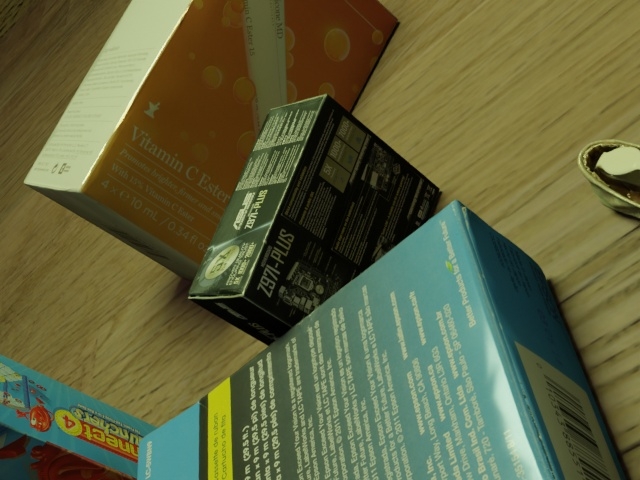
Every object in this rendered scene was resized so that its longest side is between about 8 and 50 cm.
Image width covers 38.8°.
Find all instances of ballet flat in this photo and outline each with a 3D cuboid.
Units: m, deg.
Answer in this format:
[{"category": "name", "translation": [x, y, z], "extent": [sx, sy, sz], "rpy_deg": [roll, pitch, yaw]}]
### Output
[{"category": "ballet flat", "translation": [0.225, -0.029, 0.563], "extent": [0.057, 0.052, 0.168], "rpy_deg": [-58, 33, -5]}]

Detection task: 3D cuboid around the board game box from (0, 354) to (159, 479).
[{"category": "board game box", "translation": [-0.310, 0.247, 0.768], "extent": [0.308, 0.302, 0.086], "rpy_deg": [-47, 34, 13]}]

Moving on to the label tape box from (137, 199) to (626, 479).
[{"category": "label tape box", "translation": [0.019, 0.167, 0.602], "extent": [0.334, 0.106, 0.240], "rpy_deg": [-39, 35, 25]}]

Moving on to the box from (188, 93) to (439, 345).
[{"category": "box", "translation": [0.000, 0.000, 0.738], "extent": [0.078, 0.147, 0.180], "rpy_deg": [-5, 58, 50]}]

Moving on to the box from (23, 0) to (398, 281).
[{"category": "box", "translation": [-0.110, -0.148, 0.950], "extent": [0.168, 0.215, 0.345], "rpy_deg": [10, 70, 54]}]
